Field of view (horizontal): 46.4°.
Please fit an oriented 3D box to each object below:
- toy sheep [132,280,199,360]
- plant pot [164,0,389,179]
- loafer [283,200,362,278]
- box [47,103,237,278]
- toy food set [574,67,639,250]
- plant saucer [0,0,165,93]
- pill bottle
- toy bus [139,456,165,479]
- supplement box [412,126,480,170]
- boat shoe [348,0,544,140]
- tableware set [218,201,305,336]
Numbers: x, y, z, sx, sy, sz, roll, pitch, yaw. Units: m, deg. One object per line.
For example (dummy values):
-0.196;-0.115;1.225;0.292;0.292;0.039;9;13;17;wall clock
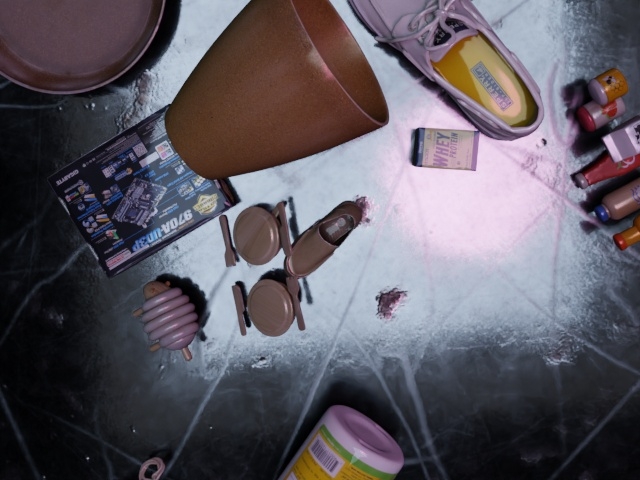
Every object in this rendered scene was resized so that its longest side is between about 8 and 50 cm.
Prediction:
-0.224;0.119;1.110;0.091;0.091;0.132;-29;90;7;toy sheep
-0.076;-0.191;1.004;0.254;0.237;0.237;-31;95;21;plant pot
0.000;0.000;1.097;0.056;0.050;0.148;42;98;-3;loafer
-0.262;-0.072;1.101;0.220;0.051;0.175;-30;95;6;box
0.402;-0.109;1.028;0.105;0.111;0.232;-29;98;6;toy food set
-0.369;-0.365;1.069;0.311;0.050;0.310;0;97;2;plant saucer
0.002;0.379;1.105;0.136;0.136;0.245;34;98;-2;pill bottle
-0.294;0.468;1.149;0.202;0.190;0.104;-26;139;7;toy bus
0.175;-0.129;1.053;0.083;0.083;0.056;4;97;4;supplement box
0.163;-0.274;0.997;0.136;0.156;0.367;-41;94;7;boat shoe
-0.077;0.045;1.104;0.128;0.039;0.194;-10;91;36;tableware set
